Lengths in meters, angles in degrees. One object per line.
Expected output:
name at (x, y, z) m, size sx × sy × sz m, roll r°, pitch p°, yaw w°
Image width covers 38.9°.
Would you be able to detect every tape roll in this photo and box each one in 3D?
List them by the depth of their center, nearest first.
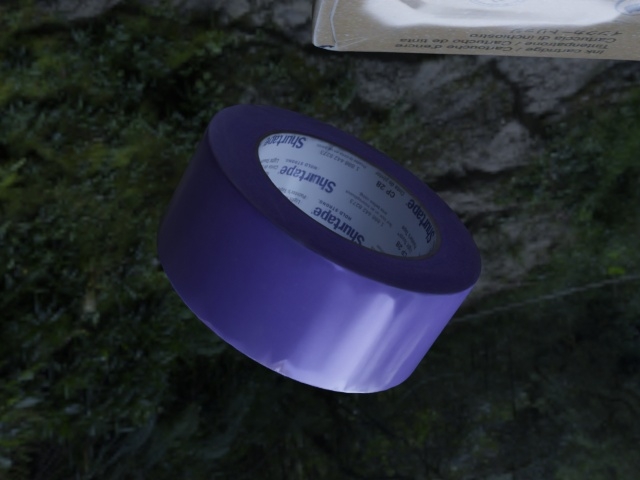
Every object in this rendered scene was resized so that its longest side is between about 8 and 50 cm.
tape roll at (0.000, 0.000, 0.566) m, size 0.189 × 0.080 × 0.189 m, roll 24°, pitch -153°, yaw -13°

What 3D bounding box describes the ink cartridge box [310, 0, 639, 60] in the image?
ink cartridge box at (0.114, -0.175, 0.358) m, size 0.234 × 0.193 × 0.088 m, roll 2°, pitch 168°, yaw -4°
